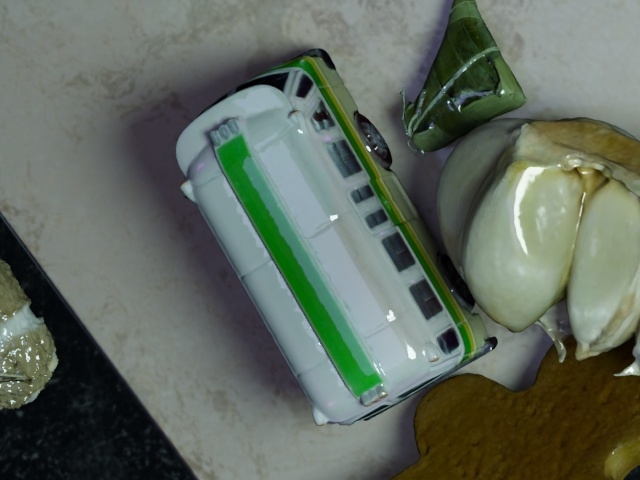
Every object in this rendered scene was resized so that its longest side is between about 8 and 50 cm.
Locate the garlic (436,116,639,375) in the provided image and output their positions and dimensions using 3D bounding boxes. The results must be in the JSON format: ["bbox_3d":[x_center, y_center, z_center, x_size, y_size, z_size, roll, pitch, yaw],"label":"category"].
[{"bbox_3d":[0.224,0.003,1.507,0.281,0.185,0.203,14,113,18],"label":"garlic"}]

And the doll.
[{"bbox_3d":[-0.327,0.059,1.737,0.105,0.115,0.221,-33,76,-16],"label":"doll"}]

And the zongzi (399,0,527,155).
[{"bbox_3d":[0.102,-0.143,1.603,0.109,0.055,0.119,-30,75,21],"label":"zongzi"}]

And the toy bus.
[{"bbox_3d":[0.000,0.000,1.582,0.143,0.179,0.305,-31,86,19],"label":"toy bus"}]

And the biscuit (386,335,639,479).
[{"bbox_3d":[0.152,0.218,1.538,0.432,0.064,0.283,-44,37,-6],"label":"biscuit"}]
